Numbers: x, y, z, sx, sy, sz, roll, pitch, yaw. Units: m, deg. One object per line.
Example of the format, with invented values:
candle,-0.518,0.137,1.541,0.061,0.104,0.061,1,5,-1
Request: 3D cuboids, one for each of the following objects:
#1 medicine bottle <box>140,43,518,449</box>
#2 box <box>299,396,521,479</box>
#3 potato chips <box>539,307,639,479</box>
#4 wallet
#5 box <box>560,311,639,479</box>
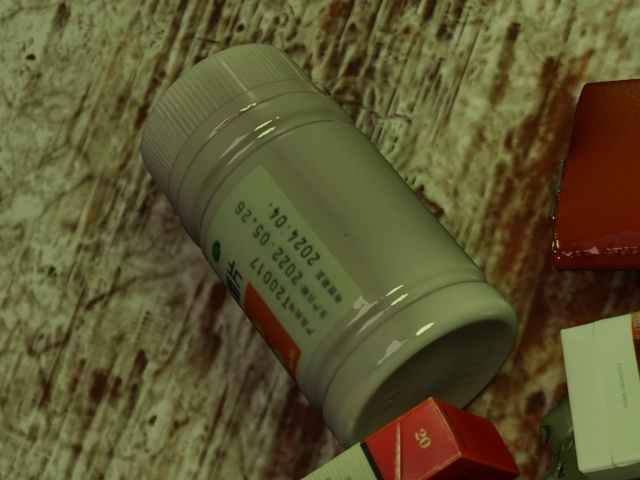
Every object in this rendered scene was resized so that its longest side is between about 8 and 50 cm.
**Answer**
medicine bottle,0.000,0.000,0.866,0.133,0.133,0.249,-43,61,10
box,0.032,0.155,0.821,0.152,0.100,0.048,-33,65,16
potato chips,0.239,0.214,0.716,0.358,0.070,0.429,26,85,36
wallet,0.240,-0.041,0.786,0.204,0.045,0.142,-2,52,27
box,0.207,0.072,0.731,0.154,0.040,0.084,-17,64,27
